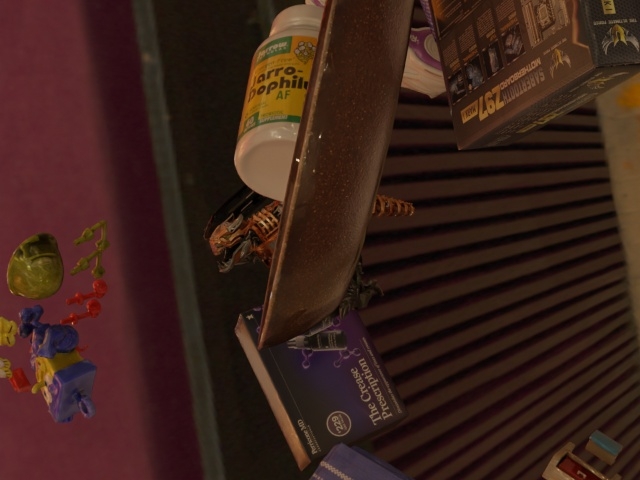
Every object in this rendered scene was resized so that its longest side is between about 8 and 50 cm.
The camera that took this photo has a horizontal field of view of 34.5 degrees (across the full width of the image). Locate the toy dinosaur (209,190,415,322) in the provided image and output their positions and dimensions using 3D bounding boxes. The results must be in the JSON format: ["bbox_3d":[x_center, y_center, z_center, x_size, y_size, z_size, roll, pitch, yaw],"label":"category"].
[{"bbox_3d":[0.000,0.000,1.557,0.322,0.164,0.218,-15,97,-3],"label":"toy dinosaur"}]

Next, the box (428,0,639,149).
[{"bbox_3d":[0.172,-0.194,0.872,0.233,0.059,0.183,147,115,-69],"label":"box"}]

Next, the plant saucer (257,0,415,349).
[{"bbox_3d":[0.012,-0.079,0.660,0.050,0.310,0.310,11,102,-4],"label":"plant saucer"}]

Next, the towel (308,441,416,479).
[{"bbox_3d":[0.018,0.432,1.288,0.243,0.040,0.336,21,68,45],"label":"towel"}]

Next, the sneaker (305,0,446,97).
[{"bbox_3d":[0.103,-0.340,1.812,0.305,0.152,0.114,29,66,-3],"label":"sneaker"}]

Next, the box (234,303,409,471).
[{"bbox_3d":[-0.002,0.213,1.674,0.261,0.184,0.103,63,164,15],"label":"box"}]

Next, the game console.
[{"bbox_3d":[-0.094,-0.131,1.958,0.044,0.361,0.213,34,144,15],"label":"game console"}]

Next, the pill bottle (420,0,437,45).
[{"bbox_3d":[0.234,-0.377,1.595,0.152,0.152,0.272,-7,123,31],"label":"pill bottle"}]

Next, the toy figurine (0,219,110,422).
[{"bbox_3d":[-0.388,0.173,1.635,0.217,0.191,0.362,52,139,29],"label":"toy figurine"}]

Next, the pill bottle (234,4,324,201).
[{"bbox_3d":[-0.023,-0.154,1.119,0.118,0.117,0.208,-18,48,30],"label":"pill bottle"}]

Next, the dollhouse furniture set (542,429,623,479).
[{"bbox_3d":[0.396,0.304,1.328,0.184,0.129,0.129,32,109,24],"label":"dollhouse furniture set"}]
